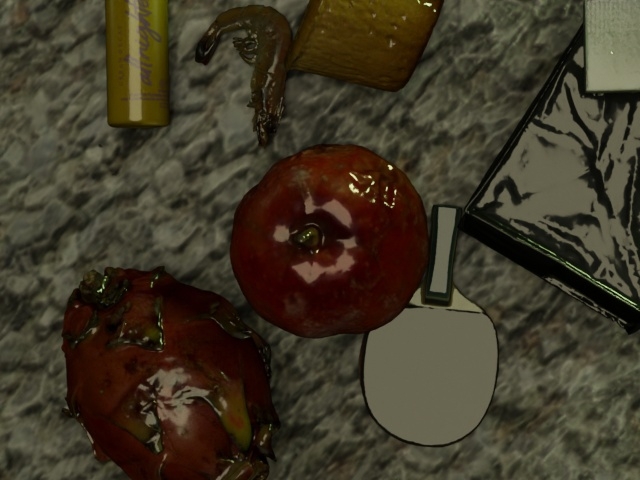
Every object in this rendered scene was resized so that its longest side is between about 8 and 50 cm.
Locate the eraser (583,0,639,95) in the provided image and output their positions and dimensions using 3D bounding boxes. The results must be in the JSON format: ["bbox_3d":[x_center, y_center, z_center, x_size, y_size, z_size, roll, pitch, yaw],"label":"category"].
[{"bbox_3d":[0.359,-0.209,1.628,0.150,0.023,0.103,-1,87,6],"label":"eraser"}]

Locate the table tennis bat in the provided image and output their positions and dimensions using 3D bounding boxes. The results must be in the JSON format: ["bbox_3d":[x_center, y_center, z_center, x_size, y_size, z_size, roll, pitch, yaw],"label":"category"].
[{"bbox_3d":[0.138,0.105,1.868,0.173,0.022,0.301,6,92,5],"label":"table tennis bat"}]

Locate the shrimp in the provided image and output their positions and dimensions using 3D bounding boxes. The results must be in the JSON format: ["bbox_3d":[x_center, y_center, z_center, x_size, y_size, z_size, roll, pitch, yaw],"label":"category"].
[{"bbox_3d":[-0.099,-0.207,1.881,0.124,0.034,0.178,7,91,9],"label":"shrimp"}]

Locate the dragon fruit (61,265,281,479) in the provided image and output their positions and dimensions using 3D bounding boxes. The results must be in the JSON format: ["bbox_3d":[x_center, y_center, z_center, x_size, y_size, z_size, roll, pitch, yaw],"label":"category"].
[{"bbox_3d":[-0.173,0.173,1.808,0.315,0.250,0.250,26,94,19],"label":"dragon fruit"}]

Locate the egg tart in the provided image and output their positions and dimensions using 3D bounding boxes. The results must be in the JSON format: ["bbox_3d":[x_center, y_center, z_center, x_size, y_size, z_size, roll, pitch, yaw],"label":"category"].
[{"bbox_3d":[0.059,-0.270,1.787,0.147,0.202,0.202,23,94,-4],"label":"egg tart"}]

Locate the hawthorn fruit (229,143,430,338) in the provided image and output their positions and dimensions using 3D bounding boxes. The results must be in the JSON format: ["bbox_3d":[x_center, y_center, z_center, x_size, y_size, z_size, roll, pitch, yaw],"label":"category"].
[{"bbox_3d":[0.000,0.000,1.757,0.242,0.272,0.241,0,90,16],"label":"hawthorn fruit"}]

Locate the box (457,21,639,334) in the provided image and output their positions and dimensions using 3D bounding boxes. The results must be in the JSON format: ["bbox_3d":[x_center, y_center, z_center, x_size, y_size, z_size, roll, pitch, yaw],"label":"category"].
[{"bbox_3d":[0.351,-0.099,1.737,0.251,0.204,0.345,31,90,6],"label":"box"}]

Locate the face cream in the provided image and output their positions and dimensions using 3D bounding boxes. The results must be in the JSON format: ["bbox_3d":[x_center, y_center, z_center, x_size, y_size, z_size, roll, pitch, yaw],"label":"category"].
[{"bbox_3d":[-0.227,-0.277,1.870,0.078,0.078,0.273,0,91,6],"label":"face cream"}]
